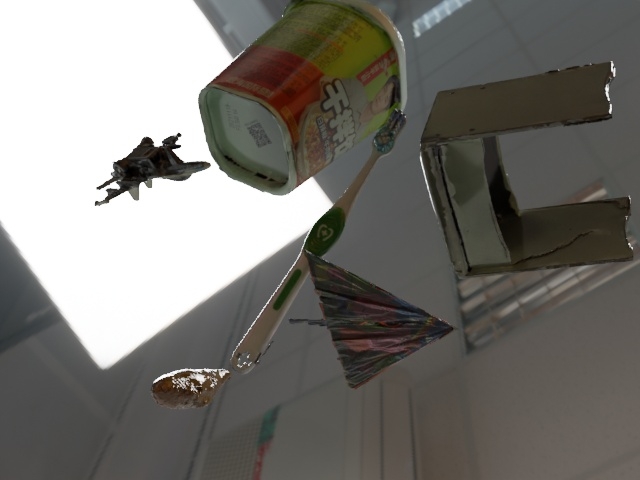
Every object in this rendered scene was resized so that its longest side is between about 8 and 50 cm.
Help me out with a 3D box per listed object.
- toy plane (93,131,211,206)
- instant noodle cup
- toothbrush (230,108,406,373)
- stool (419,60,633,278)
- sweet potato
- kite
[{"bbox_3d":[-0.262,-0.122,1.322,0.262,0.088,0.192,-11,-148,50],"label":"toy plane"},{"bbox_3d":[-0.037,-0.249,1.462,0.293,0.294,0.308,-13,-153,52],"label":"instant noodle cup"},{"bbox_3d":[0.000,0.001,1.129,0.418,0.042,0.040,-57,171,-2],"label":"toothbrush"},{"bbox_3d":[0.308,-0.098,1.223,0.269,0.244,0.170,-7,-147,24],"label":"stool"},{"bbox_3d":[-0.177,0.207,1.161,0.060,0.068,0.206,-60,164,11],"label":"sweet potato"},{"bbox_3d":[0.072,0.117,1.129,0.233,0.321,0.016,-1,-131,15],"label":"kite"}]
